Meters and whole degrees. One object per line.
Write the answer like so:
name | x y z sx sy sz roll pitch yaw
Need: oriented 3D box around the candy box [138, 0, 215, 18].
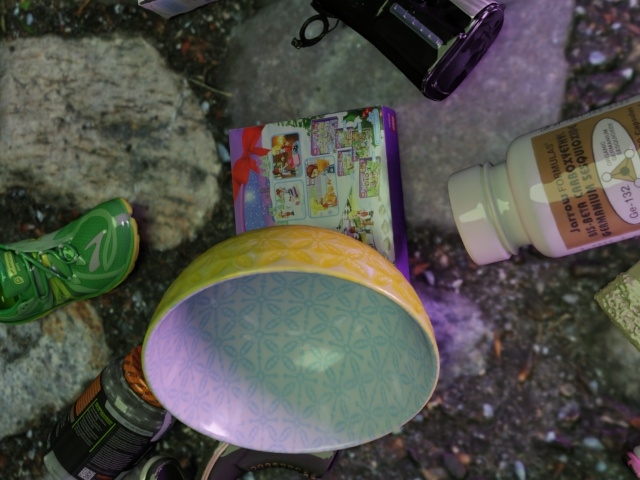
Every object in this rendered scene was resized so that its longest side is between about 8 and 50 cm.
candy box | -0.146 -0.395 0.967 0.196 0.070 0.165 -13 85 22

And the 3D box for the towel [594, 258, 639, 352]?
towel | 0.363 0.079 0.771 0.110 0.027 0.148 -46 74 18

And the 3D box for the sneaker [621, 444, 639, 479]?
sneaker | 0.388 0.251 0.739 0.178 0.072 0.077 42 95 12

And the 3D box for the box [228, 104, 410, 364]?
box | 0.000 0.000 0.911 0.200 0.057 0.293 -5 88 22

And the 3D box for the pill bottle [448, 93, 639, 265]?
pill bottle | 0.252 -0.055 0.762 0.229 0.131 0.131 -18 83 23

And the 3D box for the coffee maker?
coffee maker | 0.089 -0.238 0.855 0.178 0.120 0.171 47 130 18

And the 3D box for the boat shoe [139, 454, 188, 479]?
boat shoe | -0.164 0.381 0.964 0.079 0.084 0.233 -13 93 37

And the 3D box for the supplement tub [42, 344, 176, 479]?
supplement tub | -0.262 0.232 0.993 0.190 0.117 0.117 -47 73 17

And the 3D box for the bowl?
bowl | -0.027 0.077 0.789 0.289 0.289 0.156 -23 39 22

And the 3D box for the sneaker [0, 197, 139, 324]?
sneaker | -0.365 0.041 1.033 0.295 0.123 0.109 -30 78 20

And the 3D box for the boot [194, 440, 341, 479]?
boot | -0.060 0.273 0.932 0.137 0.077 0.198 35 104 14
